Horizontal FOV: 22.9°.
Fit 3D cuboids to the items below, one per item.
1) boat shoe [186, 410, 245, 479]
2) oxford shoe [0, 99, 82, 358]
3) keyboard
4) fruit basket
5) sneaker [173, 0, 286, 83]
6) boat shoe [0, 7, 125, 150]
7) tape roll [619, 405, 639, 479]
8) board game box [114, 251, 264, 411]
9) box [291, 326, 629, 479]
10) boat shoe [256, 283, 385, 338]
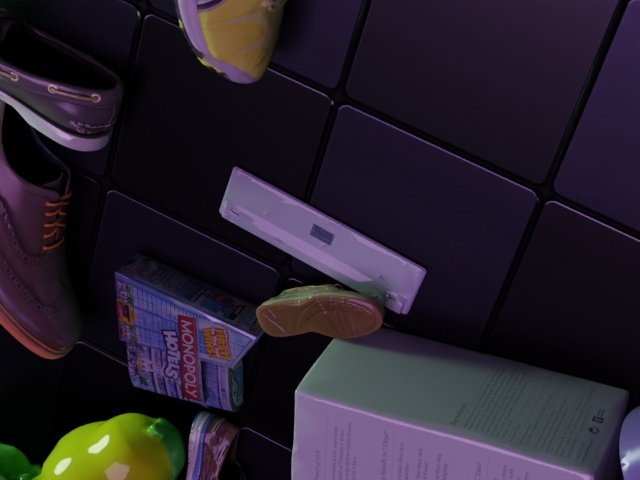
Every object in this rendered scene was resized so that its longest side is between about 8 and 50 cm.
[{"bbox_3d":[-0.136,0.310,2.049,0.066,0.066,0.183,14,123,18],"label":"boat shoe"},{"bbox_3d":[-0.362,-0.020,1.940,0.133,0.130,0.363,-12,111,25],"label":"oxford shoe"},{"bbox_3d":[0.000,0.000,1.837,0.256,0.014,0.072,28,121,9],"label":"keyboard"},{"bbox_3d":[-0.332,0.360,2.106,0.392,0.283,0.392,0,89,-7],"label":"fruit basket"},{"bbox_3d":[-0.053,-0.326,1.593,0.147,0.145,0.384,18,125,18],"label":"sneaker"},{"bbox_3d":[-0.366,-0.219,1.839,0.305,0.109,0.091,31,126,1],"label":"boat shoe"},{"bbox_3d":[0.404,0.247,1.661,0.080,0.189,0.189,-33,99,37],"label":"tape roll"},{"bbox_3d":[-0.151,0.127,1.955,0.194,0.060,0.194,12,122,22],"label":"board game box"},{"bbox_3d":[0.155,0.256,1.806,0.345,0.168,0.215,14,123,19],"label":"box"},{"bbox_3d":[0.006,0.076,1.846,0.170,0.059,0.063,-1,119,33],"label":"boat shoe"}]
